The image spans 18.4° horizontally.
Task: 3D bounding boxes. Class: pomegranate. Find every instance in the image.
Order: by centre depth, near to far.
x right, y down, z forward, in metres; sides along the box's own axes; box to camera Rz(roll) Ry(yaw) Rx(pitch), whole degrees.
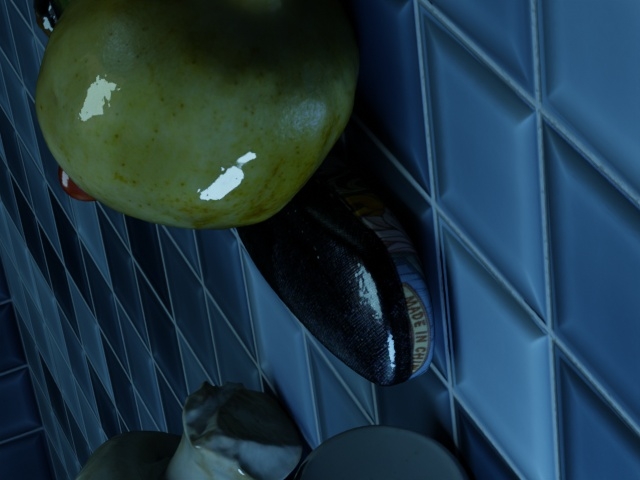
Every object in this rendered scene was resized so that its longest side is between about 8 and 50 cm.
[{"bbox_3d":[-0.085,-0.116,1.418,0.233,0.233,0.233,161,90,-75],"label":"pomegranate"}]

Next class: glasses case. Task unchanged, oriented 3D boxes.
[{"bbox_3d":[0.000,0.000,1.514,0.321,0.082,0.122,-135,29,-55],"label":"glasses case"}]

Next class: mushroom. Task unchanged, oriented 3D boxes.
[{"bbox_3d":[-0.117,0.284,2.021,0.290,0.297,0.297,-61,37,19],"label":"mushroom"}]

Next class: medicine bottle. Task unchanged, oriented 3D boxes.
[{"bbox_3d":[0.045,0.270,1.563,0.258,0.143,0.143,92,154,-51],"label":"medicine bottle"}]

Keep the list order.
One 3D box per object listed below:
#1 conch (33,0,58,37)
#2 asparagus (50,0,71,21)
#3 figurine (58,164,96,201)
[{"bbox_3d":[-0.241,-0.247,2.082,0.232,0.086,0.080,-5,63,62],"label":"conch"},{"bbox_3d":[-0.202,-0.209,1.921,0.128,0.108,0.382,69,178,-73],"label":"asparagus"},{"bbox_3d":[-0.145,-0.116,1.734,0.173,0.173,0.173,161,90,-75],"label":"figurine"}]
